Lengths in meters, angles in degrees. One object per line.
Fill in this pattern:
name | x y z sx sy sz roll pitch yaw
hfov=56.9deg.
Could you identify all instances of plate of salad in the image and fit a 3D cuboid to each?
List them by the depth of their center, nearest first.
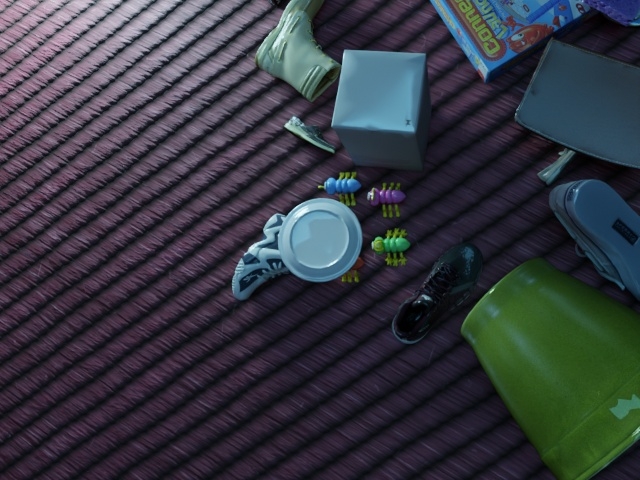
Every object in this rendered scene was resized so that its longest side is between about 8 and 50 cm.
plate of salad | 0.000 0.000 1.377 0.200 0.048 0.199 -2 78 11

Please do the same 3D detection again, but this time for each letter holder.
letter holder | 0.601 -0.274 1.300 0.302 0.152 0.214 25 89 15

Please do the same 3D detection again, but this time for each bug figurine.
bug figurine | 0.103 -0.043 1.417 0.217 0.072 0.278 -5 80 12

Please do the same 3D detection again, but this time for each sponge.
sponge | 0.678 -0.591 1.320 0.117 0.031 0.210 28 77 2

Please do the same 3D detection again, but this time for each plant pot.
plant pot | 0.482 0.230 1.167 0.366 0.366 0.353 -43 64 3

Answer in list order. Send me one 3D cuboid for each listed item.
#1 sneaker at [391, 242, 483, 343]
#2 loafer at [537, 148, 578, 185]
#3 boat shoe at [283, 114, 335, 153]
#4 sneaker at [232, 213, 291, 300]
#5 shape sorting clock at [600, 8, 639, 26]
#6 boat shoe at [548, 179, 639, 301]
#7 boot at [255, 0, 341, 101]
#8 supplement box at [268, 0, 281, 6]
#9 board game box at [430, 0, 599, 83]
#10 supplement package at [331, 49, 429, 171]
sneaker | 0.262 0.118 1.307 0.106 0.162 0.281 38 91 16
loafer | 0.552 -0.184 1.352 0.039 0.045 0.125 43 95 22
boat shoe | -0.023 -0.269 1.489 0.152 0.056 0.049 32 94 16
sneaker | -0.101 0.066 1.434 0.153 0.094 0.235 30 79 24
shape sorting clock | 0.741 -0.599 1.374 0.206 0.040 0.206 -2 80 13
boat shoe | 0.618 0.011 1.264 0.367 0.156 0.135 39 86 -13
boot | -0.019 -0.504 1.504 0.203 0.095 0.262 38 93 16
supplement box | -0.098 -0.763 1.575 0.130 0.073 0.239 39 90 16
board game box | 0.447 -0.588 1.401 0.302 0.086 0.308 -32 82 6
supplement package | 0.149 -0.282 1.329 0.178 0.293 0.175 8 83 13
